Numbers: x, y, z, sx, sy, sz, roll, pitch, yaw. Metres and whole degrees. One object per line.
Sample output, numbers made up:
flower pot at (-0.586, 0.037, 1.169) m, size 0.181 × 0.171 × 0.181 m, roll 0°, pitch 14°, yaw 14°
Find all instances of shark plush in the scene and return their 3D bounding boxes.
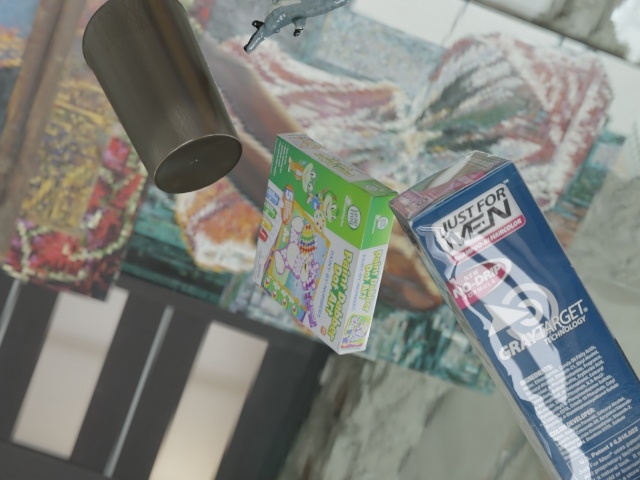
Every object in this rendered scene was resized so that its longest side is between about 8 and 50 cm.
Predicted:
shark plush at (-0.039, -0.306, 1.607) m, size 0.067 × 0.161 × 0.073 m, roll 63°, pitch 4°, yaw 21°

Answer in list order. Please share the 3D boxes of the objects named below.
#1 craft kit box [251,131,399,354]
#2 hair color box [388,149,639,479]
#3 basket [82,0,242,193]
craft kit box at (0.000, 0.000, 1.744) m, size 0.247 × 0.061 × 0.249 m, roll 34°, pitch -58°, yaw 44°
hair color box at (0.197, 0.094, 1.065) m, size 0.105 × 0.347 × 0.174 m, roll -32°, pitch -172°, yaw 1°
basket at (-0.206, -0.190, 1.600) m, size 0.204 × 0.154 × 0.226 m, roll 80°, pitch -17°, yaw -64°
